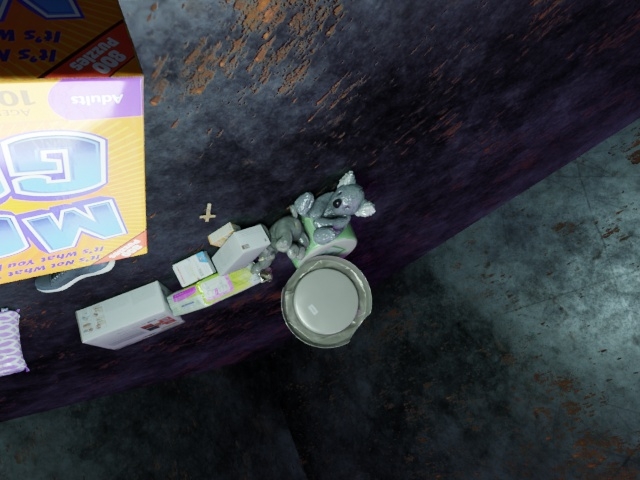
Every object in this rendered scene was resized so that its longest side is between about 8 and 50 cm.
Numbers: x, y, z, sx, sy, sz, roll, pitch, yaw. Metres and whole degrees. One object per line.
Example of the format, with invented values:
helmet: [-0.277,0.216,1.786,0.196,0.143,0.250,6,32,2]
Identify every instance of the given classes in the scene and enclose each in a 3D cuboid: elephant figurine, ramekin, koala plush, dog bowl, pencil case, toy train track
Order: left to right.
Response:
pencil case: [-0.985,0.320,1.318,0.086,0.205,0.088,-23,167,36]
toy train track: [-0.347,-0.089,1.291,0.048,0.014,0.083,-6,147,-25]
elephant figurine: [-0.175,0.004,1.528,0.240,0.186,0.169,-6,136,35]
ramekin: [0.000,0.000,1.691,0.304,0.148,0.303,-21,159,-9]
dog bowl: [0.018,0.236,1.620,0.349,0.348,0.102,-20,171,-12]
koala plush: [0.068,-0.122,1.448,0.221,0.196,0.203,-38,167,31]

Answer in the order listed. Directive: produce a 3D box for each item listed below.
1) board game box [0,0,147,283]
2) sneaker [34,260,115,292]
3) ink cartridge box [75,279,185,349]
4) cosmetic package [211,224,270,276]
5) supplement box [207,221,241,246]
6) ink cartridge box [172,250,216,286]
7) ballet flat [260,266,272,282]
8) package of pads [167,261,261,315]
board game box: [-0.435,-0.177,0.500,0.357,0.356,0.356,-14,157,-28]
sneaker: [-0.716,0.063,1.149,0.226,0.086,0.163,-23,158,-1]
ink cartridge box: [-0.728,0.303,1.648,0.310,0.130,0.272,-21,161,-9]
cosmetic package: [-0.285,0.038,1.480,0.117,0.085,0.231,-20,166,-41]
supplement box: [-0.328,-0.018,1.445,0.099,0.036,0.062,-31,159,15]
ink cartridge box: [-0.455,0.102,1.512,0.123,0.088,0.052,-25,-178,1]
ballet flat: [-0.275,0.147,1.842,0.077,0.079,0.221,-31,158,19]
package of pads: [-0.403,0.183,1.624,0.229,0.101,0.297,-23,180,39]
